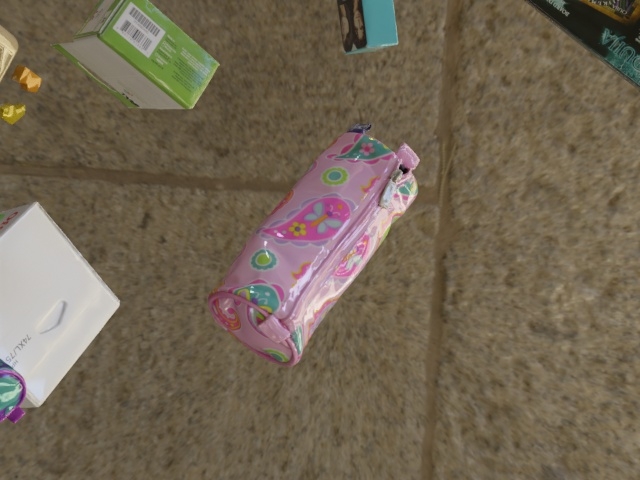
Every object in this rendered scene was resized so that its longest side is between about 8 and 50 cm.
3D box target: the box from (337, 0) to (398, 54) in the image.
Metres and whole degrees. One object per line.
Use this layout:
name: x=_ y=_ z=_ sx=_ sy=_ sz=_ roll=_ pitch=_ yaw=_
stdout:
box: x=0.068 y=-0.443 z=1.343 sx=0.060 sy=0.100 sz=0.244 roll=-12 pitch=100 yaw=-21

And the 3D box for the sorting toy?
sorting toy: x=-0.611 y=-0.277 z=1.389 sx=0.041 sy=0.307 sz=0.229 roll=21 pitch=84 yaw=14

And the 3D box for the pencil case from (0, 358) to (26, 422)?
pencil case: x=-0.373 y=0.139 z=0.845 sx=0.152 sy=0.070 sz=0.064 roll=20 pitch=52 yaw=40

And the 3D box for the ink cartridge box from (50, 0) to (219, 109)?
ink cartridge box: x=-0.321 y=-0.313 z=1.349 sx=0.189 sy=0.255 sz=0.097 roll=39 pitch=75 yaw=-34

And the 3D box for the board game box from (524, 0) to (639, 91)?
board game box: x=0.323 y=-0.263 z=0.865 sx=0.186 sy=0.026 sz=0.126 roll=41 pitch=105 yaw=7

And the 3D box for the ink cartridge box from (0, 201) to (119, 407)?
ink cartridge box: x=-0.468 y=0.099 z=1.110 sx=0.270 sy=0.198 sz=0.197 roll=-11 pitch=124 yaw=35

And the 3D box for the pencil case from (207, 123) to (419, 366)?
pencil case: x=0.000 y=0.000 z=0.882 sx=0.124 sy=0.124 sz=0.284 roll=37 pitch=61 yaw=4
